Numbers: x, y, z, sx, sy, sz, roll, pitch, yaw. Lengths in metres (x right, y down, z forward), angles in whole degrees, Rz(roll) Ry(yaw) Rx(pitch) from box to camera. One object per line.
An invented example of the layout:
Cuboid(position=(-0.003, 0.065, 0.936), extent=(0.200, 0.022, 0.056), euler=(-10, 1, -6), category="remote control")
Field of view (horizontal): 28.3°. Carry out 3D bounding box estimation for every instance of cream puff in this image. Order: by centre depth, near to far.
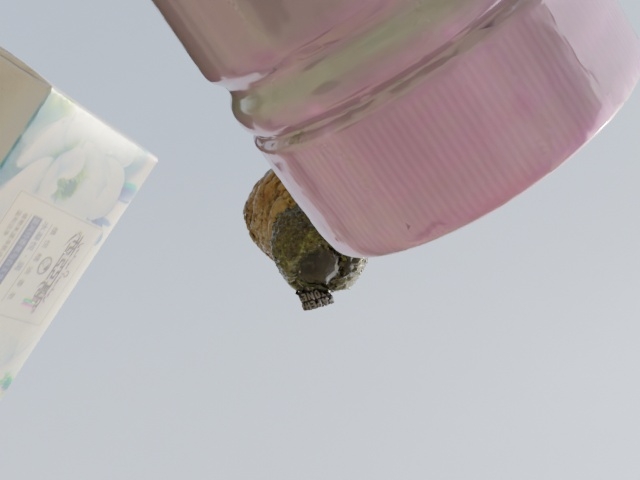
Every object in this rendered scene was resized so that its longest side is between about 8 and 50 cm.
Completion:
Cuboid(position=(0.000, 0.000, 1.543), extent=(0.183, 0.169, 0.183), euler=(-4, -49, -4), category="cream puff")

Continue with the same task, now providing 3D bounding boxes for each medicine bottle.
Cuboid(position=(-0.001, -0.171, 0.631), extent=(0.202, 0.202, 0.316), euler=(-22, -69, 36), category="medicine bottle")

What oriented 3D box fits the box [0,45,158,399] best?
Cuboid(position=(-0.289, -0.011, 1.073), extent=(0.116, 0.203, 0.274), euler=(32, -92, 20), category="box")
